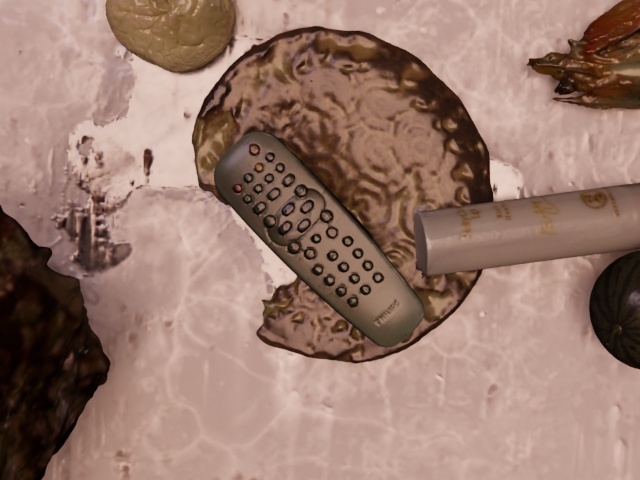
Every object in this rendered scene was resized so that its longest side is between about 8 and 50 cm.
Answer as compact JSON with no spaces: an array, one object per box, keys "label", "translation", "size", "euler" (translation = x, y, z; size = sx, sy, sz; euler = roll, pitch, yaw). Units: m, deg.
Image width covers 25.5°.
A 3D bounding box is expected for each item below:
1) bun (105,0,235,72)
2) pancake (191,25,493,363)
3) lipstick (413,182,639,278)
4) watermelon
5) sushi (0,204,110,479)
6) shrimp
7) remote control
[{"label":"bun","translation":[-0.130,-0.202,1.223],"size":[0.115,0.069,0.115],"euler":[0,94,2]},{"label":"pancake","translation":[0.014,-0.037,1.248],"size":[0.288,0.033,0.286],"euler":[27,95,1]},{"label":"lipstick","translation":[0.211,-0.013,1.211],"size":[0.264,0.059,0.059],"euler":[-7,92,-7]},{"label":"watermelon","translation":[0.274,0.062,1.195],"size":[0.105,0.133,0.105],"euler":[16,116,37]},{"label":"sushi","translation":[-0.345,0.122,1.102],"size":[0.281,0.299,0.294],"euler":[26,67,11]},{"label":"shrimp","translation":[0.285,-0.171,1.224],"size":[0.217,0.051,0.115],"euler":[-9,86,3]},{"label":"remote control","translation":[0.000,0.000,1.213],"size":[0.072,0.042,0.222],"euler":[-44,89,4]}]
